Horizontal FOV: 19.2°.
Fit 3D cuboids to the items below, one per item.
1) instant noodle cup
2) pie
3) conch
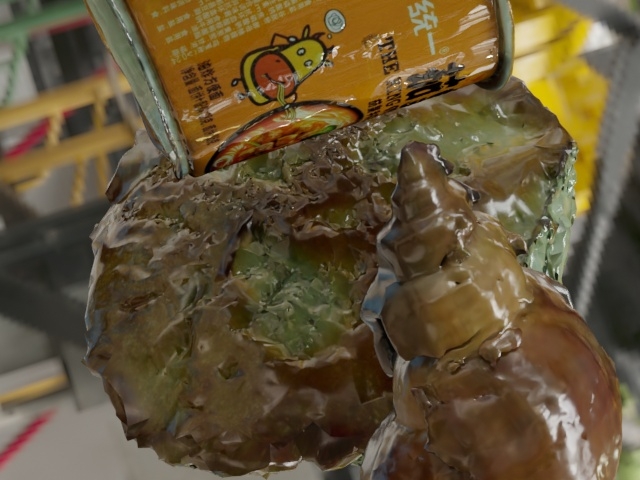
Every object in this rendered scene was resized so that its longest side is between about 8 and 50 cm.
[{"bbox_3d":[-0.027,-0.138,0.928,0.215,0.172,0.216,62,-8,15],"label":"instant noodle cup"},{"bbox_3d":[0.000,0.000,1.150,0.103,0.288,0.354,72,33,-50],"label":"pie"},{"bbox_3d":[0.056,0.083,0.600,0.080,0.086,0.232,-159,-113,-78],"label":"conch"}]
